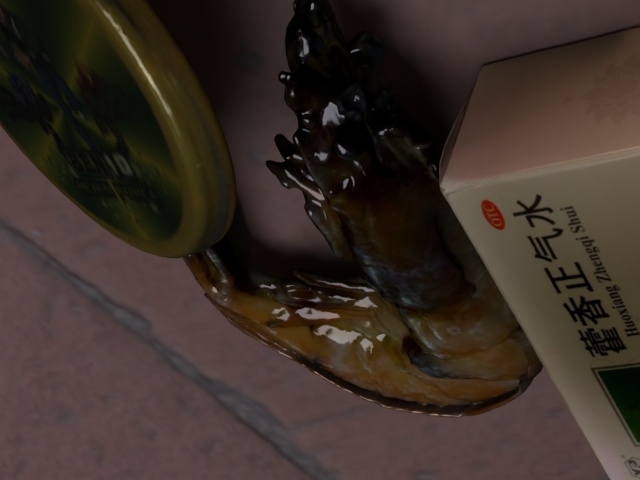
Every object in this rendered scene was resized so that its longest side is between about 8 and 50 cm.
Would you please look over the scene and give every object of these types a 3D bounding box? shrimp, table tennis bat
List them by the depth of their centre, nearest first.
[{"bbox_3d":[-0.140,-0.122,0.801,0.198,0.050,0.321,11,137,54],"label":"table tennis bat"},{"bbox_3d":[0.002,-0.006,0.892,0.178,0.075,0.289,-5,145,28],"label":"shrimp"}]

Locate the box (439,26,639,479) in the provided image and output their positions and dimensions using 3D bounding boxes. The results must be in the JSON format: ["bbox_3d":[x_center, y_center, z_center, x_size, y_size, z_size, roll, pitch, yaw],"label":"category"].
[{"bbox_3d":[0.175,0.008,0.819,0.168,0.095,0.212,-11,129,31],"label":"box"}]
